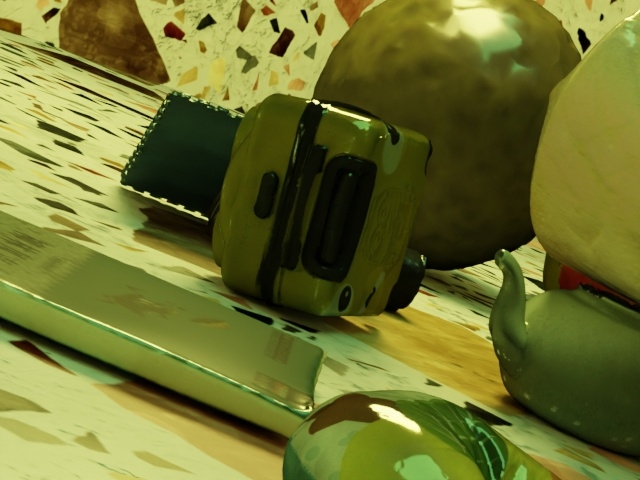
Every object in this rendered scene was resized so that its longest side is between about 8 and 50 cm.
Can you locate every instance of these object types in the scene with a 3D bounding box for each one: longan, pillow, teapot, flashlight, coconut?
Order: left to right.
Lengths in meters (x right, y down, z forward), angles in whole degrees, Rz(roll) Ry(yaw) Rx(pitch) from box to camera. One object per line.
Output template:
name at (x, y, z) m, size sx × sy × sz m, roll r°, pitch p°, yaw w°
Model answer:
flashlight at (0.000, 0.000, 1.993) m, size 0.232 × 0.093 × 0.093 m, roll 21°, pitch 6°, yaw -17°
longan at (0.171, -0.143, 2.518) m, size 0.391 × 0.391 × 0.391 m, roll 22°, pitch 6°, yaw -2°
pillow at (0.082, 0.154, 1.012) m, size 0.214 × 0.086 × 0.233 m, roll 37°, pitch 9°, yaw 23°
teapot at (0.259, 0.112, 1.749) m, size 0.294 × 0.129 × 0.193 m, roll 20°, pitch 7°, yaw -23°
coconut at (0.327, -0.072, 1.744) m, size 0.328 × 0.329 × 0.329 m, roll 22°, pitch 6°, yaw -2°

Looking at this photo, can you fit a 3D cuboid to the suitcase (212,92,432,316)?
suitcase at (-0.001, -0.032, 1.765) m, size 0.143 × 0.194 × 0.235 m, roll 16°, pitch 3°, yaw 20°

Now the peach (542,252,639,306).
peach at (0.424, -0.004, 2.455) m, size 0.242 × 0.306 × 0.380 m, roll 22°, pitch -13°, yaw 1°

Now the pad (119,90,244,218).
pad at (-0.065, -0.059, 2.024) m, size 0.269 × 0.012 × 0.269 m, roll 23°, pitch -23°, yaw -11°

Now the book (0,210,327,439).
book at (-0.176, 0.032, 1.310) m, size 0.379 × 0.031 × 0.264 m, roll 23°, pitch 7°, yaw -1°

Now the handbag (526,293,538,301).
handbag at (0.349, 0.136, 2.185) m, size 0.191 × 0.075 × 0.332 m, roll 23°, pitch 2°, yaw -32°
